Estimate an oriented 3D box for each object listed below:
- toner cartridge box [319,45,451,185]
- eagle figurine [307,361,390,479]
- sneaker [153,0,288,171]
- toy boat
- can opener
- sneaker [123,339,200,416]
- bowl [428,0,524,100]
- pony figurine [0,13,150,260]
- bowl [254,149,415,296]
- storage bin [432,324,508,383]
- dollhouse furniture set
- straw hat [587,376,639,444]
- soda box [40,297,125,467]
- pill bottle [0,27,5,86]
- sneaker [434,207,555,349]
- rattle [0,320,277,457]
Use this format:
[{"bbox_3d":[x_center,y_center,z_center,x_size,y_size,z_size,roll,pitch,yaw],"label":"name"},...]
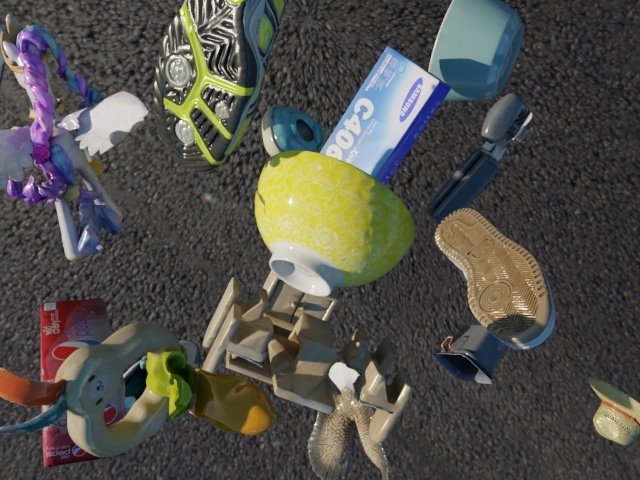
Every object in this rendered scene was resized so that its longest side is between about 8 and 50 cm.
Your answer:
[{"bbox_3d":[0.132,-0.256,1.552,0.165,0.075,0.347,42,110,26],"label":"toner cartridge box"},{"bbox_3d":[0.099,0.492,1.789,0.225,0.298,0.226,17,147,0],"label":"eagle figurine"},{"bbox_3d":[-0.101,-0.265,0.835,0.145,0.147,0.384,28,116,17],"label":"sneaker"},{"bbox_3d":[-0.036,-0.231,1.883,0.148,0.268,0.317,-21,71,32],"label":"toy boat"},{"bbox_3d":[0.302,-0.162,1.309,0.095,0.076,0.283,35,100,-25],"label":"can opener"},{"bbox_3d":[-0.315,0.271,1.306,0.110,0.283,0.122,29,123,9],"label":"sneaker"},{"bbox_3d":[0.408,-0.484,1.696,0.163,0.312,0.311,23,109,19],"label":"bowl"},{"bbox_3d":[-0.436,-0.150,1.101,0.303,0.351,0.363,-19,134,-15],"label":"pony figurine"},{"bbox_3d":[0.000,0.000,1.121,0.290,0.289,0.156,32,66,-11],"label":"bowl"},{"bbox_3d":[0.291,0.208,1.281,0.098,0.135,0.091,43,71,-7],"label":"storage bin"},{"bbox_3d":[-0.067,0.252,1.370,0.362,0.394,0.256,23,104,-15],"label":"dollhouse furniture set"},{"bbox_3d":[0.460,0.281,1.027,0.144,0.144,0.061,41,84,-13],"label":"straw hat"},{"bbox_3d":[-0.289,0.156,0.795,0.084,0.263,0.092,-2,106,-22],"label":"soda box"},{"bbox_3d":[-0.770,-0.405,1.499,0.108,0.108,0.193,33,139,-11],"label":"pill bottle"},{"bbox_3d":[0.256,0.073,0.882,0.099,0.282,0.153,-38,118,11],"label":"sneaker"},{"bbox_3d":[-0.152,0.143,0.548,0.143,0.200,0.130,38,91,23],"label":"rattle"}]
